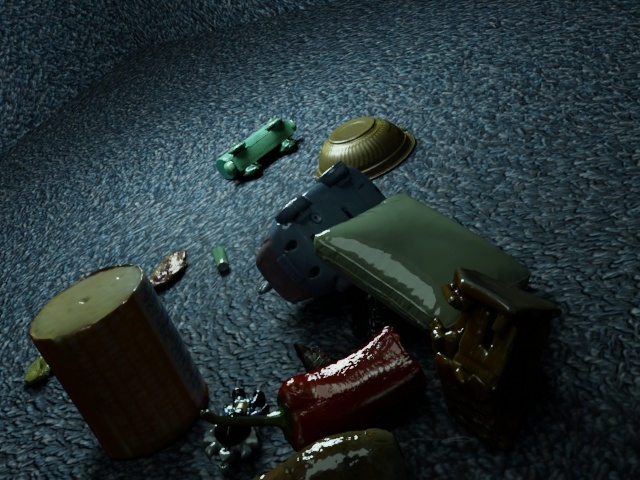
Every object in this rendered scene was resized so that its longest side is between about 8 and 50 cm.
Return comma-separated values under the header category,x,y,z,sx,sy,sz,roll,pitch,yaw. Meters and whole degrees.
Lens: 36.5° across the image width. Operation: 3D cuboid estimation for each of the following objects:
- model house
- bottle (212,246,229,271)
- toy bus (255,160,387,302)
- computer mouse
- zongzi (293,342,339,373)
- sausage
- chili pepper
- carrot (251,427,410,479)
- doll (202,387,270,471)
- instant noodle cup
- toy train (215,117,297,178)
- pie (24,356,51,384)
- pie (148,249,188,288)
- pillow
category,x,y,z,sx,sy,sz,roll,pitch,yaw
model house,0.239,0.171,1.447,0.199,0.220,0.229,21,96,45
bottle,-0.230,0.044,2.238,0.030,0.030,0.083,-26,28,-2
toy bus,0.000,0.000,1.934,0.294,0.197,0.232,-44,3,-39
computer mouse,0.116,0.108,1.781,0.147,0.077,0.241,-18,28,18
zongzi,-0.018,0.209,1.717,0.067,0.073,0.083,-49,30,-7
sausage,-0.359,0.214,1.754,0.233,0.287,0.233,-19,28,11
chili pepper,-0.002,0.268,1.530,0.338,0.131,0.134,-26,51,-11
carrot,-0.018,0.365,1.372,0.302,0.138,0.138,-27,27,-2
doll,-0.141,0.318,1.628,0.096,0.070,0.195,0,28,11
instant noodle cup,0.095,-0.240,2.413,0.274,0.090,0.274,-20,26,11
toy train,-0.178,-0.252,2.676,0.248,0.101,0.159,-38,13,-24
pie,-0.616,0.285,2.122,0.084,0.020,0.084,-30,30,20
pie,-0.363,0.069,2.300,0.092,0.034,0.170,-13,28,31
pillow,0.175,0.040,1.703,0.322,0.119,0.255,33,45,32
